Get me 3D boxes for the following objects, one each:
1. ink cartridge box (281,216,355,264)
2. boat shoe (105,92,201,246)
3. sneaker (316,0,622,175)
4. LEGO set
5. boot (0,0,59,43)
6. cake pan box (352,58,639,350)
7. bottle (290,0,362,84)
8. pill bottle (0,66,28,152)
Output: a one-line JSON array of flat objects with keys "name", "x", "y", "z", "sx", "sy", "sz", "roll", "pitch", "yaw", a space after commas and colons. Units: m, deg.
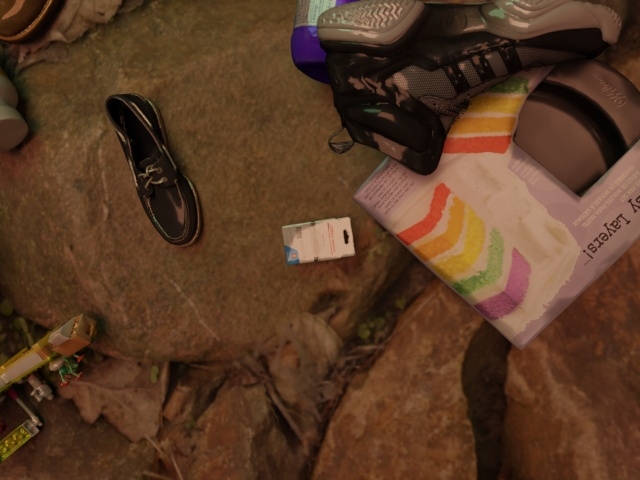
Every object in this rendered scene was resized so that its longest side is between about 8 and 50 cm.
[{"name": "ink cartridge box", "x": 0.000, "y": 0.000, "z": 0.629, "sx": 0.083, "sy": 0.028, "sz": 0.048, "roll": -8, "pitch": 91, "yaw": 14}, {"name": "boat shoe", "x": -0.213, "y": -0.086, "z": 0.656, "sx": 0.075, "sy": 0.065, "sz": 0.206, "roll": -22, "pitch": 88, "yaw": 13}, {"name": "sneaker", "x": 0.131, "y": -0.143, "z": 0.495, "sx": 0.269, "sy": 0.101, "sz": 0.153, "roll": -1, "pitch": 110, "yaw": -1}, {"name": "LEGO set", "x": -0.394, "y": 0.213, "z": 0.697, "sx": 0.287, "sy": 0.132, "sz": 0.107, "roll": -37, "pitch": 102, "yaw": -10}, {"name": "boot", "x": -0.372, "y": -0.403, "z": 0.655, "sx": 0.112, "sy": 0.115, "sz": 0.305, "roll": 26, "pitch": 99, "yaw": 9}, {"name": "cake pan box", "x": 0.210, "y": -0.062, "z": 0.558, "sx": 0.246, "sy": 0.070, "sz": 0.267, "roll": 44, "pitch": 101, "yaw": 6}, {"name": "bottle", "x": 0.035, "y": -0.315, "z": 0.559, "sx": 0.092, "sy": 0.118, "sz": 0.282, "roll": 10, "pitch": 96, "yaw": 16}, {"name": "pill bottle", "x": -0.468, "y": -0.206, "z": 0.691, "sx": 0.103, "sy": 0.103, "sz": 0.184, "roll": -38, "pitch": 84, "yaw": 12}]
